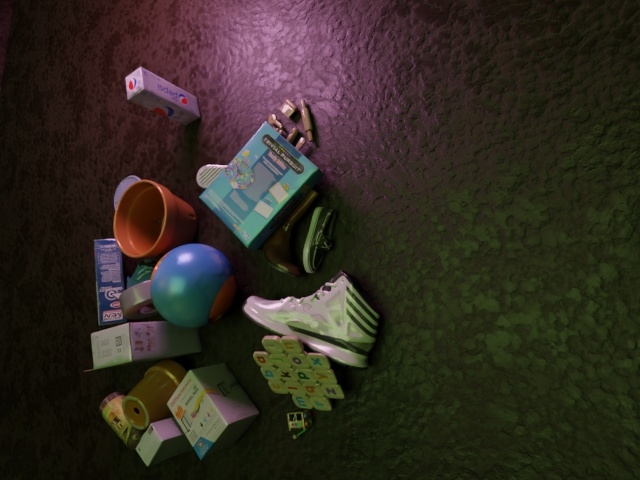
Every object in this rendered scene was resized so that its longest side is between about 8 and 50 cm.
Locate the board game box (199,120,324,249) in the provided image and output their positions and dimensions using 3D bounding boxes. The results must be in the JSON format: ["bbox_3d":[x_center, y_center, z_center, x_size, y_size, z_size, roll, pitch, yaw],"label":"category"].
[{"bbox_3d":[-0.194,-0.177,1.400,0.254,0.079,0.336,44,94,17],"label":"board game box"}]

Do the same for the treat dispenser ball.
[{"bbox_3d":[-0.435,0.154,1.473,0.287,0.288,0.289,-4,81,29],"label":"treat dispenser ball"}]

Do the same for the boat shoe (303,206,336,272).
[{"bbox_3d":[0.000,0.000,1.373,0.070,0.077,0.220,9,86,31],"label":"boat shoe"}]

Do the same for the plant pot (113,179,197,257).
[{"bbox_3d":[-0.621,-0.071,1.656,0.290,0.203,0.291,-4,82,29],"label":"plant pot"}]

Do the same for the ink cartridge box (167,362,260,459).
[{"bbox_3d":[-0.365,0.568,1.448,0.232,0.168,0.171,43,105,27],"label":"ink cartridge box"}]

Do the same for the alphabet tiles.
[{"bbox_3d":[-0.068,0.403,1.294,0.277,0.021,0.284,-10,115,33],"label":"alphabet tiles"}]

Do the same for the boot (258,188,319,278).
[{"bbox_3d":[-0.087,-0.044,1.427,0.281,0.096,0.264,-53,46,8],"label":"boot"}]

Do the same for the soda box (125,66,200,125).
[{"bbox_3d":[-0.606,-0.552,1.663,0.091,0.286,0.098,-18,76,26],"label":"soda box"}]

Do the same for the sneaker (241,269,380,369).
[{"bbox_3d":[-0.018,0.199,1.333,0.447,0.169,0.258,18,84,22],"label":"sneaker"}]

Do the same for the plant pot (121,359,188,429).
[{"bbox_3d":[-0.590,0.564,1.530,0.204,0.188,0.205,7,106,23],"label":"plant pot"}]

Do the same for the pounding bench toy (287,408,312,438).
[{"bbox_3d":[-0.059,0.579,1.343,0.065,0.052,0.084,-15,76,26],"label":"pounding bench toy"}]

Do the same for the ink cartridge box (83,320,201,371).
[{"bbox_3d":[-0.644,0.376,1.549,0.271,0.309,0.130,-18,75,26],"label":"ink cartridge box"}]

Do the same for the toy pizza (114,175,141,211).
[{"bbox_3d":[-0.838,-0.186,1.891,0.201,0.032,0.202,-3,83,28],"label":"toy pizza"}]

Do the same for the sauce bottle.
[{"bbox_3d":[-0.726,0.731,1.662,0.344,0.111,0.112,27,97,30],"label":"sauce bottle"}]

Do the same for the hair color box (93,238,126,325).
[{"bbox_3d":[-0.878,0.183,1.782,0.174,0.105,0.348,-34,64,59],"label":"hair color box"}]

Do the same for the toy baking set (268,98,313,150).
[{"bbox_3d":[-0.108,-0.372,1.513,0.196,0.030,0.257,-25,72,27],"label":"toy baking set"}]

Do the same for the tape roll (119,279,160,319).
[{"bbox_3d":[-0.638,0.222,1.617,0.219,0.219,0.072,-31,69,22],"label":"tape roll"}]

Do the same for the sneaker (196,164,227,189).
[{"bbox_3d":[-0.272,-0.206,1.531,0.320,0.127,0.126,11,84,17],"label":"sneaker"}]

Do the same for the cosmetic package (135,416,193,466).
[{"bbox_3d":[-0.497,0.674,1.471,0.085,0.231,0.117,37,102,27],"label":"cosmetic package"}]

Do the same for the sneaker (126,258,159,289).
[{"bbox_3d":[-0.667,0.132,1.699,0.329,0.129,0.147,-24,75,25],"label":"sneaker"}]
